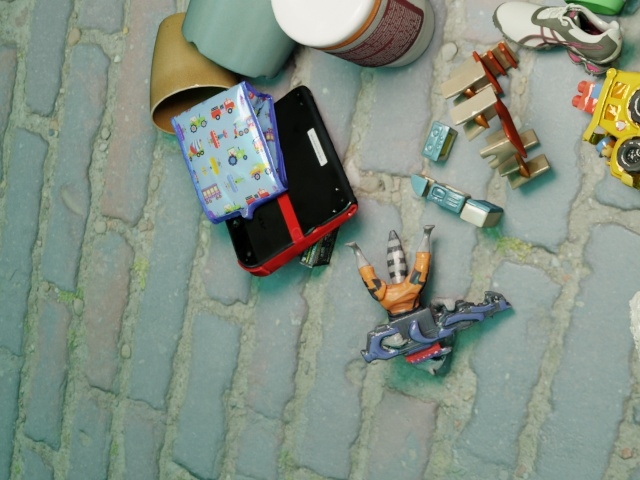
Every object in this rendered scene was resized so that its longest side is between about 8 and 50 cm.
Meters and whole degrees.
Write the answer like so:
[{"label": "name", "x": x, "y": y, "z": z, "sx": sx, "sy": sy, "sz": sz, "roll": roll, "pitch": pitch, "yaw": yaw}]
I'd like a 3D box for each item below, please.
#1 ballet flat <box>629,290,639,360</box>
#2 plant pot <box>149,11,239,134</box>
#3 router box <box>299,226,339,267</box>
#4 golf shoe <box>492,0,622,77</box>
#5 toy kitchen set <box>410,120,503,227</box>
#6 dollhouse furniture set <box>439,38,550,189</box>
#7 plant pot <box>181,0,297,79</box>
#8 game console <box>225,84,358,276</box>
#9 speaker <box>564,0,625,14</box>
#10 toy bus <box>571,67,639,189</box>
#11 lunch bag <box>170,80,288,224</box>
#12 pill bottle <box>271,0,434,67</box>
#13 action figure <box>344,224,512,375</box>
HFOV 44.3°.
[{"label": "ballet flat", "x": 0.709, "y": 0.285, "z": 1.503, "sx": 0.147, "sy": 0.147, "sz": 0.409, "roll": -23, "pitch": 81, "yaw": 26}, {"label": "plant pot", "x": -0.323, "y": -0.430, "z": 1.962, "sx": 0.237, "sy": 0.237, "sz": 0.254, "roll": -23, "pitch": 69, "yaw": 26}, {"label": "router box", "x": 0.000, "y": 0.000, "z": 1.874, "sx": 0.038, "sy": 0.092, "sz": 0.123, "roll": 20, "pitch": 101, "yaw": 25}, {"label": "golf shoe", "x": 0.478, "y": -0.437, "z": 1.575, "sx": 0.272, "sy": 0.120, "sz": 0.105, "roll": 27, "pitch": 71, "yaw": 21}, {"label": "toy kitchen set", "x": 0.304, "y": -0.145, "z": 1.692, "sx": 0.207, "sy": 0.122, "sz": 0.166, "roll": 27, "pitch": 105, "yaw": 23}, {"label": "dollhouse furniture set", "x": 0.363, "y": -0.275, "z": 1.596, "sx": 0.135, "sy": 0.262, "sz": 0.259, "roll": -31, "pitch": 48, "yaw": 23}, {"label": "plant pot", "x": -0.143, "y": -0.577, "z": 1.802, "sx": 0.341, "sy": 0.341, "sz": 0.334, "roll": 41, "pitch": 118, "yaw": 19}, {"label": "game console", "x": -0.102, "y": -0.140, "z": 1.888, "sx": 0.342, "sy": 0.060, "sz": 0.387, "roll": -33, "pitch": 60, "yaw": 20}, {"label": "speaker", "x": 0.573, "y": -0.601, "z": 1.525, "sx": 0.131, "sy": 0.131, "sz": 0.297, "roll": 21, "pitch": 102, "yaw": 25}, {"label": "toy bus", "x": 0.589, "y": -0.228, "z": 1.538, "sx": 0.211, "sy": 0.149, "sz": 0.220, "roll": 25, "pitch": 107, "yaw": 37}, {"label": "lunch bag", "x": -0.204, "y": -0.191, "z": 1.870, "sx": 0.220, "sy": 0.138, "sz": 0.293, "roll": -22, "pitch": 74, "yaw": 24}, {"label": "pill bottle", "x": 0.085, "y": -0.483, "z": 1.634, "sx": 0.224, "sy": 0.392, "sz": 0.224, "roll": 1, "pitch": 93, "yaw": 27}, {"label": "action figure", "x": 0.236, "y": 0.133, "z": 1.758, "sx": 0.341, "sy": 0.178, "sz": 0.330, "roll": -13, "pitch": 94, "yaw": 0}]
